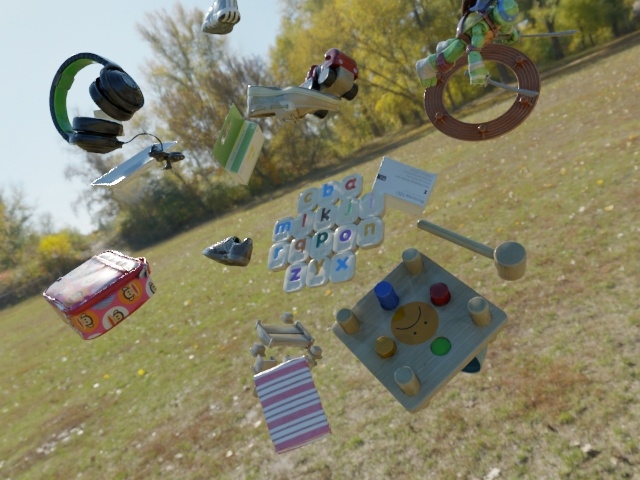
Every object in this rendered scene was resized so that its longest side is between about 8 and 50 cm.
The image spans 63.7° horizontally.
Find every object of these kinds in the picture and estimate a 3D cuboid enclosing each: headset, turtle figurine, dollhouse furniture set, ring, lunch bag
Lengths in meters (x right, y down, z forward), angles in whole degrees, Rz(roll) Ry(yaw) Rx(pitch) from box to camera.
[{"bbox_3d":[-0.544,-0.327,1.367,0.243,0.394,0.185,-57,-18,15],"label":"headset"},{"bbox_3d":[0.369,-0.409,1.163,0.274,0.198,0.266,19,-10,-27],"label":"turtle figurine"},{"bbox_3d":[-0.187,0.426,1.946,0.303,0.174,0.355,10,19,-35],"label":"dollhouse furniture set"},{"bbox_3d":[0.475,-0.450,1.535,0.336,0.337,0.032,-21,-25,16],"label":"ring"},{"bbox_3d":[-0.567,0.125,1.366,0.258,0.120,0.293,-39,30,-31],"label":"lunch bag"}]

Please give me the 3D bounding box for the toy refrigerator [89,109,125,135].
[{"bbox_3d":[-0.783,-0.432,1.895,0.094,0.102,0.269,-15,17,-23],"label":"toy refrigerator"}]

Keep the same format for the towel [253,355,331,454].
[{"bbox_3d":[-0.069,0.394,1.238,0.144,0.197,0.029,-22,-17,3],"label":"towel"}]

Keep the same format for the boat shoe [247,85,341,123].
[{"bbox_3d":[-0.077,-0.362,1.397,0.302,0.098,0.109,14,11,31],"label":"boat shoe"}]

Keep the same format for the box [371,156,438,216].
[{"bbox_3d":[0.266,-0.169,1.667,0.180,0.119,0.182,20,-4,6],"label":"box"}]

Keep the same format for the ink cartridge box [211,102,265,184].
[{"bbox_3d":[-0.242,-0.285,1.561,0.056,0.171,0.235,19,-9,8],"label":"ink cartridge box"}]

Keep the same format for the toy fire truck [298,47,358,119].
[{"bbox_3d":[0.036,-0.534,1.635,0.158,0.247,0.217,20,-25,-33],"label":"toy fire truck"}]

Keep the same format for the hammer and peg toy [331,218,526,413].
[{"bbox_3d":[0.221,0.127,1.014,0.361,0.127,0.266,-42,46,-9],"label":"hammer and peg toy"}]

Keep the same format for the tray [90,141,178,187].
[{"bbox_3d":[-0.578,-0.234,1.622,0.145,0.030,0.270,4,39,39],"label":"tray"}]

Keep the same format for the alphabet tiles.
[{"bbox_3d":[0.011,-0.017,1.118,0.284,0.021,0.278,-15,50,29],"label":"alphabet tiles"}]

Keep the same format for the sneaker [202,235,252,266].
[{"bbox_3d":[-0.235,0.025,1.338,0.188,0.066,0.071,6,69,46],"label":"sneaker"}]

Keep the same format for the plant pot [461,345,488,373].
[{"bbox_3d":[0.569,0.380,2.127,0.196,0.293,0.293,-52,21,-24],"label":"plant pot"}]

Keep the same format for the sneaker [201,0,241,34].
[{"bbox_3d":[-0.292,-0.700,1.532,0.086,0.132,0.228,-3,8,-31],"label":"sneaker"}]
